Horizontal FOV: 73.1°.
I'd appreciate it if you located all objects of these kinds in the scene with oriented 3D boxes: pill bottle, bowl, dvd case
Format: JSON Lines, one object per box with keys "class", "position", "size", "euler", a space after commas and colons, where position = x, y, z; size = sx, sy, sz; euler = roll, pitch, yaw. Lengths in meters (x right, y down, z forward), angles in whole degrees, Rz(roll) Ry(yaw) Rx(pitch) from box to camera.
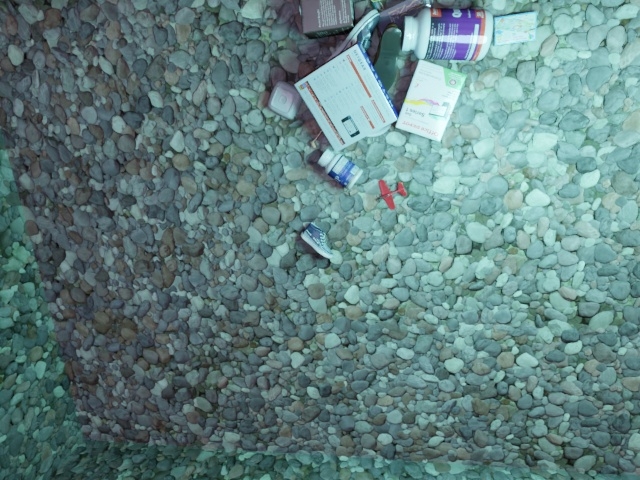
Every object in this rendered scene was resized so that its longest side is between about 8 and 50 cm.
{"class": "pill bottle", "position": [0.085, -0.323, 1.926], "size": [0.187, 0.112, 0.112], "euler": [37, 109, -2]}
{"class": "pill bottle", "position": [0.479, -0.794, 1.665], "size": [0.323, 0.181, 0.181], "euler": [3, 107, 2]}
{"class": "bowl", "position": [-0.159, -0.621, 1.911], "size": [0.142, 0.053, 0.142], "euler": [28, 111, 1]}
{"class": "dvd case", "position": [0.351, -0.875, 1.740], "size": [0.221, 0.018, 0.164], "euler": [-20, 119, 14]}

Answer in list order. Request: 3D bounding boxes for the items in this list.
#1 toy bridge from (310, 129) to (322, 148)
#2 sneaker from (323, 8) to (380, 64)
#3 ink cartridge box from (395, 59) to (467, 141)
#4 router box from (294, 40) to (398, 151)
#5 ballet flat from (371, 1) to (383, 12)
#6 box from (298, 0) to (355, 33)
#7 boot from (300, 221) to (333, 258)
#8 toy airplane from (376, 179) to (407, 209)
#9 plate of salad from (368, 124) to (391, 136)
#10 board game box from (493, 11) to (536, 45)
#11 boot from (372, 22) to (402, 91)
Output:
{"class": "toy bridge", "position": [0.035, -0.477, 1.934], "size": [0.188, 0.026, 0.063], "euler": [-22, 100, 15]}
{"class": "sneaker", "position": [0.148, -0.776, 1.769], "size": [0.127, 0.126, 0.321], "euler": [46, 123, -3]}
{"class": "ink cartridge box", "position": [0.449, -0.571, 1.785], "size": [0.201, 0.117, 0.278], "euler": [20, 109, 4]}
{"class": "router box", "position": [0.110, -0.579, 1.775], "size": [0.301, 0.082, 0.335], "euler": [-23, 115, 26]}
{"class": "ballet flat", "position": [0.243, -0.929, 1.758], "size": [0.041, 0.041, 0.114], "euler": [-19, 104, 15]}
{"class": "box", "position": [0.032, -0.919, 1.727], "size": [0.203, 0.167, 0.168], "euler": [-3, 106, 11]}
{"class": "boot", "position": [0.000, 0.000, 2.059], "size": [0.190, 0.069, 0.086], "euler": [38, 112, -1]}
{"class": "toy airplane", "position": [0.326, -0.213, 1.961], "size": [0.151, 0.028, 0.151], "euler": [3, 109, 8]}
{"class": "plate of salad", "position": [0.216, -0.540, 1.855], "size": [0.200, 0.048, 0.199], "euler": [6, 121, 11]}
{"class": "board game box", "position": [0.764, -0.832, 1.700], "size": [0.154, 0.026, 0.103], "euler": [-3, 106, 11]}
{"class": "boot", "position": [0.262, -0.732, 1.774], "size": [0.112, 0.115, 0.305], "euler": [11, 133, -7]}
